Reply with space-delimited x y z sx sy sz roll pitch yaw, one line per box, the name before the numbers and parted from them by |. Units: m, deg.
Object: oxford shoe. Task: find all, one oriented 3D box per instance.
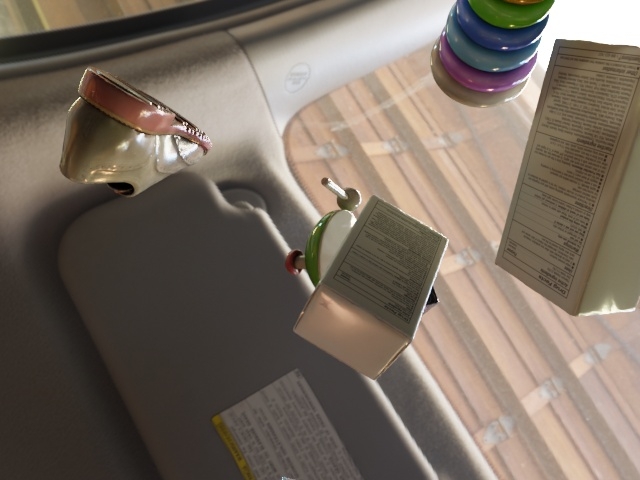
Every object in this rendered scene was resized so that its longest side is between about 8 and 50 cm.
oxford shoe | -0.244 -0.127 0.744 0.122 0.130 0.348 32 -176 3

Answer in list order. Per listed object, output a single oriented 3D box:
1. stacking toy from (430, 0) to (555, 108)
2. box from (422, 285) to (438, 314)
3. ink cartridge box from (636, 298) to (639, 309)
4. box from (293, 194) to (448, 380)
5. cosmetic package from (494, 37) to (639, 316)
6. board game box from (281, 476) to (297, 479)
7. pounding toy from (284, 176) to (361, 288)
stacking toy | 0.226 -0.300 0.644 0.141 0.330 0.141 0 -111 -1
box | 0.133 0.138 1.361 0.247 0.163 0.142 -12 -110 -15
ink cartridge box | 0.829 0.025 1.293 0.226 0.131 0.307 28 -98 -11
box | 0.082 0.065 0.855 0.148 0.127 0.232 31 -136 2
cosmetic package | 0.342 -0.080 0.694 0.113 0.310 0.160 -2 -156 -22
board game box | -0.012 0.415 0.875 0.020 0.090 0.090 -54 -44 -46
pounding toy | 0.000 0.000 1.138 0.183 0.110 0.237 9 -95 -60
